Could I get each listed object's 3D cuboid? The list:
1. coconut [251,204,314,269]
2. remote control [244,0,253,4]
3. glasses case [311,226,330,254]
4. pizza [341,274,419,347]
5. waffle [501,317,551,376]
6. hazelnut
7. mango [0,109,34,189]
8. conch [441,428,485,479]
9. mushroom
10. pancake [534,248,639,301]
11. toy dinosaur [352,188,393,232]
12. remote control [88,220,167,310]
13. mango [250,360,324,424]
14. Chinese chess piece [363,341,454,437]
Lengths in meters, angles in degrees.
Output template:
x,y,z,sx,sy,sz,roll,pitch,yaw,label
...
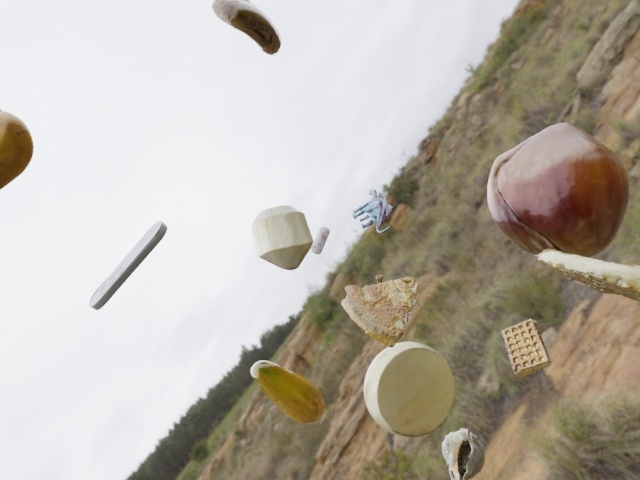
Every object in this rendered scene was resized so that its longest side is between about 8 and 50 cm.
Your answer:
x,y,z,sx,sy,sz,roll,pitch,yaw,label
-0.128,-0.004,1.945,0.202,0.221,0.202,-14,-9,-2,coconut
-0.224,-0.731,1.792,0.029,0.166,0.065,-38,-21,-22,remote control
0.000,0.000,1.619,0.021,0.032,0.083,78,-144,-81,glasses case
0.140,0.134,1.194,0.194,0.154,0.069,-30,-31,-42,pizza
0.573,0.297,1.579,0.103,0.042,0.148,-28,40,24,waffle
0.625,-0.118,1.490,0.316,0.372,0.372,-19,-25,-21,hazelnut
-0.775,-0.197,1.346,0.109,0.147,0.227,1,67,64,mango
0.421,0.641,1.683,0.207,0.130,0.155,-58,-36,-58,conch
-0.149,-0.491,1.309,0.072,0.094,0.210,-43,-41,19,mushroom
0.573,0.078,1.056,0.356,0.356,0.065,9,-84,-77,pancake
0.111,-0.061,1.194,0.080,0.045,0.197,-33,25,12,toy dinosaur
-0.428,0.055,1.265,0.245,0.022,0.077,-50,29,-3,remote control
-0.094,0.447,1.678,0.119,0.317,0.177,-55,31,-16,mango
0.237,0.397,1.523,0.250,0.251,0.097,-50,12,-15,Chinese chess piece
